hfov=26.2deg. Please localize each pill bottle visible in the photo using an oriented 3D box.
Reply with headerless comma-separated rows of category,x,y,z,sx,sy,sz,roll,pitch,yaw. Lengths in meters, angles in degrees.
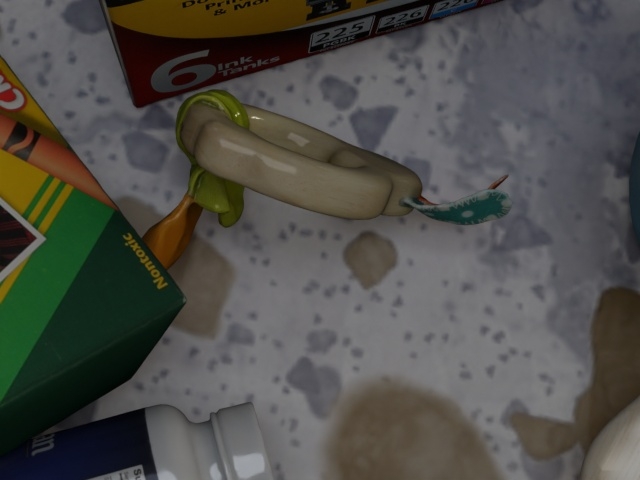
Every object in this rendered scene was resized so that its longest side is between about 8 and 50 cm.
pill bottle,-0.110,0.143,0.747,0.169,0.094,0.094,-15,78,-6

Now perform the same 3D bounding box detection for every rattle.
rattle,0.000,0.000,0.800,0.200,0.130,0.142,18,88,-25

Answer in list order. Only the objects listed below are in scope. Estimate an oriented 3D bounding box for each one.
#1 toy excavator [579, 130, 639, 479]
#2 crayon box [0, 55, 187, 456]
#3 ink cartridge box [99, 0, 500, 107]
toy excavator,0.256,0.037,0.753,0.445,0.222,0.433,-31,81,6
crayon box,-0.301,-0.023,0.679,0.313,0.106,0.363,-30,76,-40
ink cartridge box,0.017,-0.210,0.742,0.310,0.272,0.130,-17,78,-5
